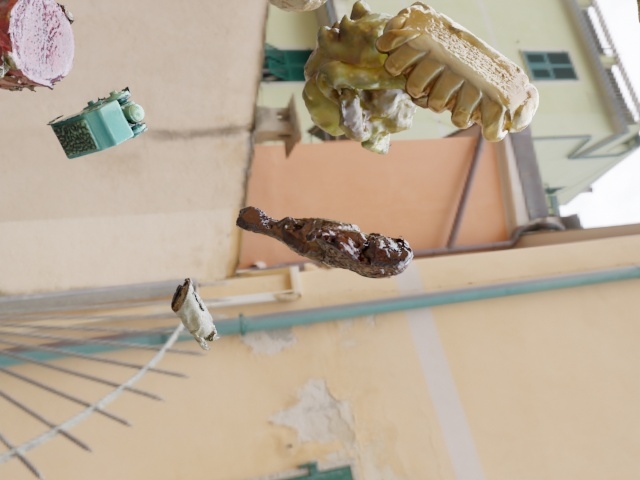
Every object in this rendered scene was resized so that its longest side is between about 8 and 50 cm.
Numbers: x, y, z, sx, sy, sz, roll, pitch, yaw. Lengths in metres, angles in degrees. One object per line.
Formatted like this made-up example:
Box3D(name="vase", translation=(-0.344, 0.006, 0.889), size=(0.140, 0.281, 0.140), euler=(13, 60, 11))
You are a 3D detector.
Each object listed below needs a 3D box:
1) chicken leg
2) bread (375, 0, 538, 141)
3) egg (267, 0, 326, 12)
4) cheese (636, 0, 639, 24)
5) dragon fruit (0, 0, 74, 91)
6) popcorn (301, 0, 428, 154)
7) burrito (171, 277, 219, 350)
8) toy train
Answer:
Box3D(name="chicken leg", translation=(0.007, 0.001, 1.155), size=(0.323, 0.178, 0.082), euler=(16, -88, 46))
Box3D(name="bread", translation=(0.242, -0.294, 1.250), size=(0.311, 0.173, 0.121), euler=(39, -40, 5))
Box3D(name="egg", translation=(-0.067, -0.624, 1.573), size=(0.233, 0.195, 0.194), euler=(49, -34, 22))
Box3D(name="cheese", translation=(0.662, -0.526, 1.392), size=(0.043, 0.065, 0.193), euler=(-40, 118, -72))
Box3D(name="dragon fruit", translation=(-0.619, -0.400, 1.383), size=(0.282, 0.147, 0.210), euler=(-67, 153, -47))
Box3D(name="popcorn", translation=(0.117, -0.352, 1.494), size=(0.290, 0.326, 0.321), euler=(56, -16, 1))
Box3D(name="burrito", translation=(-0.230, 0.139, 1.263), size=(0.041, 0.055, 0.149), euler=(28, -34, 50))
Box3D(name="toy train", translation=(-0.496, -0.257, 1.553), size=(0.203, 0.163, 0.112), euler=(-9, -66, 37))
